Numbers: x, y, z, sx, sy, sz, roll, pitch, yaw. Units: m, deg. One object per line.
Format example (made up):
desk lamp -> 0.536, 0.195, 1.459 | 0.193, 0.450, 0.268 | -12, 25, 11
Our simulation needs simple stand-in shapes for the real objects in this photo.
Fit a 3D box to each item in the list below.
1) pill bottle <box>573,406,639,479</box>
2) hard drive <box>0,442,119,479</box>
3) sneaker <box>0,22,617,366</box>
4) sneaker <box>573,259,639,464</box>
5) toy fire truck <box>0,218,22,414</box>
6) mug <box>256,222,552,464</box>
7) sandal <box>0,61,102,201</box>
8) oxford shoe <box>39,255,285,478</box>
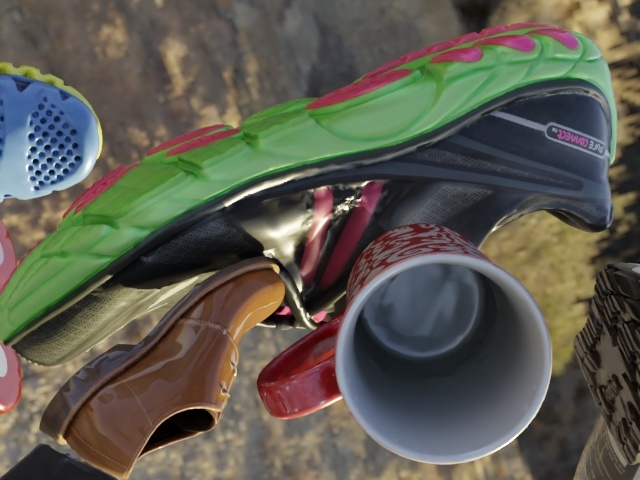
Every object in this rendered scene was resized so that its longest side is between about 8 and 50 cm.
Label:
pill bottle -> 0.307, 0.152, 1.288 | 0.278, 0.162, 0.162 | 100, -4, -50
hard drive -> -0.053, 0.285, 0.892 | 0.064, 0.237, 0.339 | -41, 136, -34
sneaker -> 0.000, 0.000, 1.145 | 0.185, 0.483, 0.202 | -130, -160, -79
sneaker -> 0.216, 0.047, 0.846 | 0.283, 0.124, 0.107 | 80, -13, -82
toy fire truck -> -0.418, 0.049, 1.511 | 0.254, 0.169, 0.302 | 51, 26, -59
mug -> 0.045, 0.044, 0.908 | 0.169, 0.150, 0.113 | -91, -170, -80
sandal -> -0.342, -0.077, 1.330 | 0.138, 0.317, 0.126 | -100, -170, -66
oxford shoe -> -0.081, 0.083, 1.023 | 0.076, 0.076, 0.212 | 37, 47, 13
